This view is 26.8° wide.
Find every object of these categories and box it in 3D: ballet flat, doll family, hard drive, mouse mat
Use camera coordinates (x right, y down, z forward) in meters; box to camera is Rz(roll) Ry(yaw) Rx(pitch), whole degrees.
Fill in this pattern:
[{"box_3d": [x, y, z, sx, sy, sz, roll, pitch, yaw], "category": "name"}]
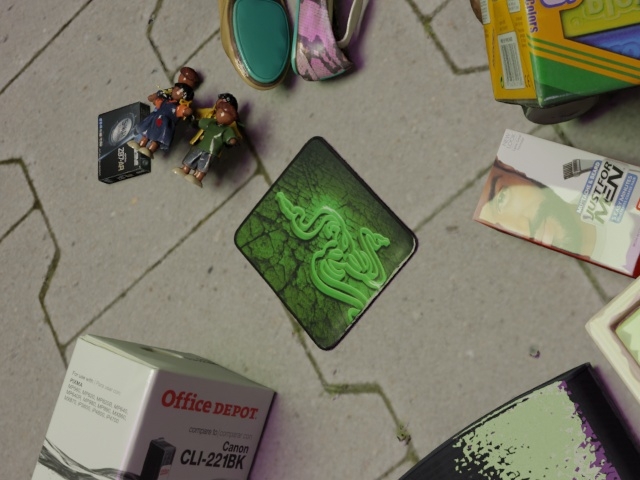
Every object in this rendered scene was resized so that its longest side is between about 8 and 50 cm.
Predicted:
[{"box_3d": [-0.079, -0.257, 1.470, 0.073, 0.080, 0.232, -37, 53, 55], "category": "ballet flat"}, {"box_3d": [-0.143, -0.130, 1.465, 0.193, 0.076, 0.111, 30, 90, 35], "category": "doll family"}, {"box_3d": [0.008, -0.276, 1.409, 0.079, 0.077, 0.221, -5, 79, 15], "category": "ballet flat"}, {"box_3d": [0.162, 0.235, 1.172, 0.254, 0.054, 0.172, -38, 60, 22], "category": "hard drive"}, {"box_3d": [0.000, 0.000, 1.377, 0.152, 0.007, 0.190, -51, 56, 14], "category": "mouse mat"}]

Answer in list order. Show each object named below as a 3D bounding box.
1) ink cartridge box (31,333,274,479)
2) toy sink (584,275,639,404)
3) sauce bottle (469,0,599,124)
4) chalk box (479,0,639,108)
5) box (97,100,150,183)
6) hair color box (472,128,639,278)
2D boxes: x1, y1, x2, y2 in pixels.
[{"box_3d": [-0.178, 0.246, 1.320, 0.114, 0.197, 0.273, 16, 88, 35], "category": "ink cartridge box"}, {"box_3d": [0.341, 0.053, 0.986, 0.234, 0.131, 0.153, -43, 55, 19], "category": "toy sink"}, {"box_3d": [0.180, -0.274, 1.255, 0.111, 0.111, 0.344, -27, 64, 27], "category": "sauce bottle"}, {"box_3d": [0.278, -0.222, 1.067, 0.289, 0.180, 0.179, -12, 98, -3], "category": "chalk box"}, {"box_3d": [-0.228, -0.113, 1.557, 0.067, 0.018, 0.083, -12, 71, 33], "category": "box"}, {"box_3d": [0.229, -0.032, 1.195, 0.167, 0.053, 0.093, 21, 91, 38], "category": "hair color box"}]
